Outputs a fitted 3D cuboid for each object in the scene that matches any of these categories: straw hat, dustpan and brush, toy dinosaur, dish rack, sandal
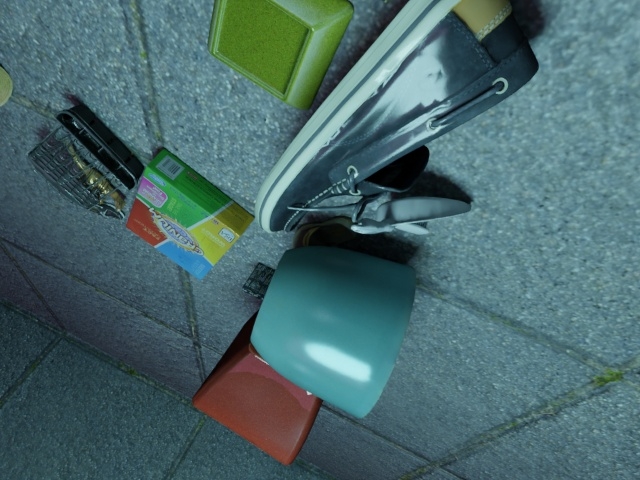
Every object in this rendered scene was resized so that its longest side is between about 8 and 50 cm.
[{"bbox_3d":[-0.763,-0.364,1.003,0.144,0.144,0.061,110,141,-55],"label":"straw hat"},{"bbox_3d":[0.117,-0.030,0.682,0.147,0.060,0.211,-12,166,44],"label":"dustpan and brush"},{"bbox_3d":[-0.578,-0.161,1.143,0.112,0.064,0.211,-22,122,28],"label":"toy dinosaur"},{"bbox_3d":[-0.553,-0.169,1.040,0.271,0.074,0.208,-23,119,29],"label":"dish rack"},{"bbox_3d":[0.000,0.000,0.914,0.180,0.049,0.072,-18,123,47],"label":"sandal"}]

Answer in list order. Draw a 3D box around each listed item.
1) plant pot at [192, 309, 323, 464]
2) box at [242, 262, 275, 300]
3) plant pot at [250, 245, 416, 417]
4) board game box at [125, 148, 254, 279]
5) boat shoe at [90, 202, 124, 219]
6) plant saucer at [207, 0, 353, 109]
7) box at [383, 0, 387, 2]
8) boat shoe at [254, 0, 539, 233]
[{"bbox_3d":[-0.085,0.286,1.030,0.267,0.267,0.236,33,131,0],"label":"plant pot"},{"bbox_3d":[-0.142,0.101,1.112,0.067,0.083,0.018,25,144,7],"label":"box"},{"bbox_3d":[0.010,0.142,0.848,0.235,0.293,0.293,21,145,1],"label":"plant pot"},{"bbox_3d":[-0.322,-0.043,1.080,0.242,0.064,0.316,38,144,-10],"label":"board game box"},{"bbox_3d":[-0.603,-0.085,1.254,0.125,0.038,0.046,28,145,3],"label":"boat shoe"},{"bbox_3d":[-0.075,-0.282,0.625,0.188,0.045,0.188,32,145,-3],"label":"plant saucer"},{"bbox_3d":[-0.014,-0.349,0.487,0.232,0.058,0.087,27,146,6],"label":"box"},{"bbox_3d":[0.058,-0.121,0.614,0.156,0.187,0.500,43,138,-8],"label":"boat shoe"}]
